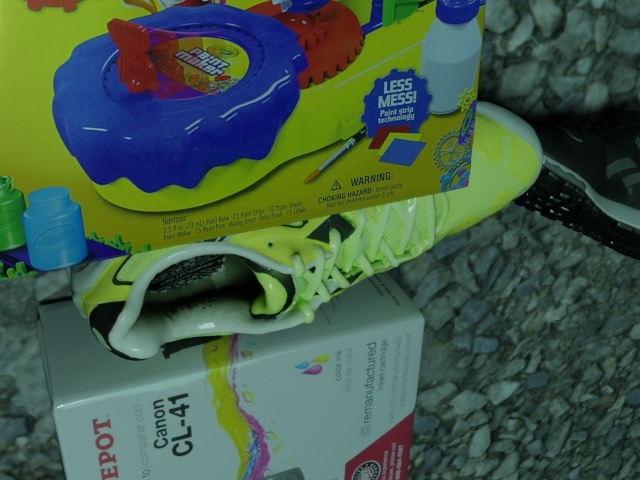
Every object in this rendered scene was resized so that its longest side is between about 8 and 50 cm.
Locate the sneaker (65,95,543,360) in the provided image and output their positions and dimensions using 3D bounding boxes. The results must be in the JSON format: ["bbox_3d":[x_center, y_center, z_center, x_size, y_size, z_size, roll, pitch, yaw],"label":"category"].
[{"bbox_3d":[0.000,0.000,0.614,0.384,0.147,0.145,-18,130,-5],"label":"sneaker"}]

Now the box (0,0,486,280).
[{"bbox_3d":[-0.075,-0.161,0.437,0.289,0.177,0.279,-13,120,-21],"label":"box"}]

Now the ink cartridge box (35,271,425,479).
[{"bbox_3d":[-0.075,0.151,0.708,0.306,0.131,0.226,-11,124,-20],"label":"ink cartridge box"}]

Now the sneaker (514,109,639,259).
[{"bbox_3d":[0.261,-0.079,0.763,0.283,0.107,0.124,23,80,-28],"label":"sneaker"}]
